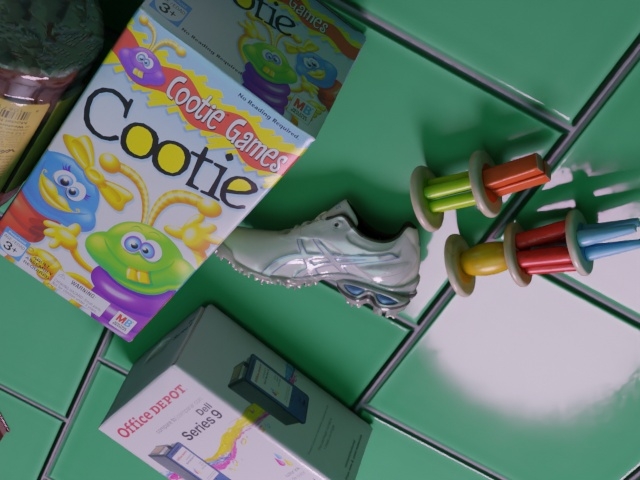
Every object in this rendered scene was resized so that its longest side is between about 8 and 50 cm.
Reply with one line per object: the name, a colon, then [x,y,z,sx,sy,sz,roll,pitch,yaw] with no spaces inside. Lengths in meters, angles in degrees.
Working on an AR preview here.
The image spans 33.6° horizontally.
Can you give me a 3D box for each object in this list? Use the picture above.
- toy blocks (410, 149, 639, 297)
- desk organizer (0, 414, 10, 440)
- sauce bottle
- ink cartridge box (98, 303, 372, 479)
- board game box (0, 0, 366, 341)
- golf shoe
toy blocks: [0.158,-0.020,0.804,0.148,0.054,0.123,-13,123,28]
desk organizer: [-0.428,0.215,1.207,0.130,0.050,0.047,0,128,20]
sauce bottle: [-0.274,-0.088,0.841,0.111,0.111,0.344,37,142,-12]
ink cartridge box: [-0.083,0.182,1.030,0.212,0.093,0.154,40,130,-12]
board game box: [-0.114,-0.073,0.799,0.144,0.142,0.275,36,131,-11]
golf shoe: [0.000,0.000,0.884,0.176,0.069,0.086,13,111,6]
